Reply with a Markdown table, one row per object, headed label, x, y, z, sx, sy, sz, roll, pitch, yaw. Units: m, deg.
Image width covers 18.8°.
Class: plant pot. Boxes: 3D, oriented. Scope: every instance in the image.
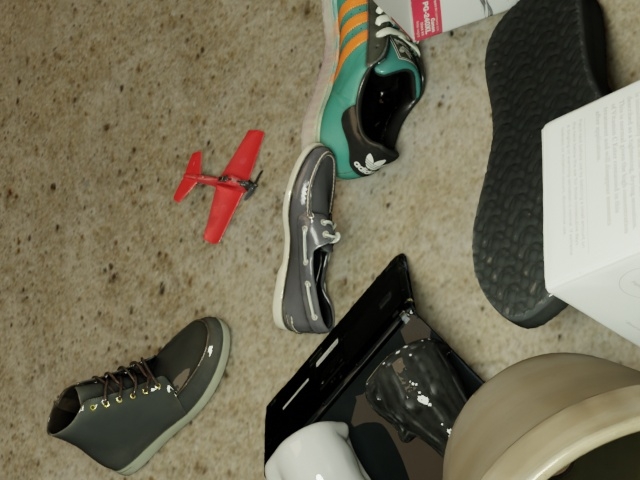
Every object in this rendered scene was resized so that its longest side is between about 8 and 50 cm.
| label | x | y | z | sx | sy | sz | roll | pitch | yaw |
| --- | --- | --- | --- | --- | --- | --- | --- | --- | --- |
| plant pot | 0.225 | 0.226 | 1.514 | 0.323 | 0.323 | 0.280 | -54 | 20 | 9 |

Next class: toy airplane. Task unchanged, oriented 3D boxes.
| label | x | y | z | sx | sy | sz | roll | pitch | yaw |
| --- | --- | --- | --- | --- | --- | --- | --- | --- | --- |
| toy airplane | -0.122 | -0.072 | 2.296 | 0.151 | 0.028 | 0.151 | -28 | 46 | 34 |

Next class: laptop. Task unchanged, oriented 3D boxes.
| label | x | y | z | sx | sy | sz | roll | pitch | yaw |
| --- | --- | --- | --- | --- | --- | --- | --- | --- | --- |
| laptop | 0.064 | 0.175 | 1.935 | 0.234 | 0.136 | 0.264 | -50 | 13 | 13 |

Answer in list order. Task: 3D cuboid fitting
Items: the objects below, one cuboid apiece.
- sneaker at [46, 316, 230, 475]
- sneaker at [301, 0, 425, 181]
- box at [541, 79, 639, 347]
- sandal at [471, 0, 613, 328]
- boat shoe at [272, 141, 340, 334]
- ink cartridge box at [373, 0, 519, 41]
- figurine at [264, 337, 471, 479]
| label | x | y | z | sx | sy | sz | roll | pitch | yaw |
| --- | --- | --- | --- | --- | --- | --- | --- | --- | --- |
| sneaker | -0.201 | 0.163 | 2.160 | 0.222 | 0.118 | 0.083 | -51 | 38 | 12 |
| sneaker | 0.068 | -0.210 | 2.112 | 0.121 | 0.108 | 0.302 | -5 | 71 | 47 |
| box | 0.377 | -0.044 | 1.547 | 0.345 | 0.215 | 0.168 | -24 | 50 | 38 |
| sandal | 0.241 | -0.085 | 1.844 | 0.167 | 0.107 | 0.445 | -33 | 32 | 33 |
| boat shoe | 0.000 | 0.000 | 2.052 | 0.065 | 0.075 | 0.206 | 12 | 97 | 32 |
| ink cartridge box | 0.141 | -0.278 | 2.037 | 0.150 | 0.063 | 0.109 | -19 | 38 | -14 |
| figurine | 0.080 | 0.235 | 1.784 | 0.215 | 0.092 | 0.209 | -40 | 65 | 19 |
